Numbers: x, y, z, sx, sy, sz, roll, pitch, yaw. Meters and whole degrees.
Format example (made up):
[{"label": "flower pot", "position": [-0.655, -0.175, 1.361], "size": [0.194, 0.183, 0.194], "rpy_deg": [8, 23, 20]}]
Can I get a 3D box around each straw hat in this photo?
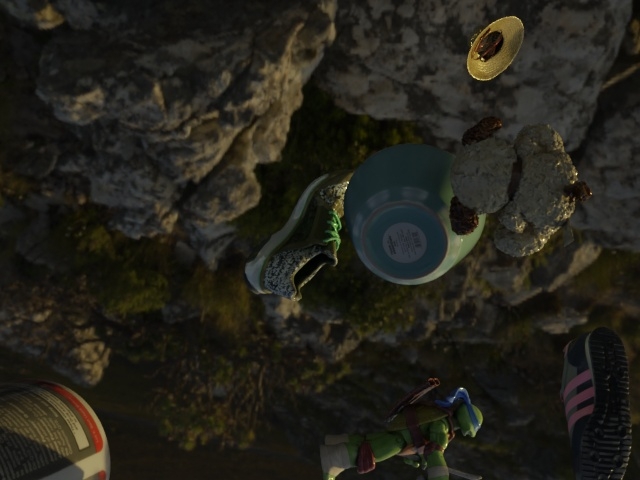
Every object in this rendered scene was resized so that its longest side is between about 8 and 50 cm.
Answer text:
[{"label": "straw hat", "position": [0.324, -0.389, 1.402], "size": [0.144, 0.061, 0.144], "rpy_deg": [-25, 142, -22]}]

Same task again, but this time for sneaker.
[{"label": "sneaker", "position": [0.524, 0.335, 1.395], "size": [0.112, 0.319, 0.131], "rpy_deg": [20, 155, -12]}, {"label": "sneaker", "position": [0.000, 0.000, 1.806], "size": [0.182, 0.410, 0.158], "rpy_deg": [30, 164, 35]}]

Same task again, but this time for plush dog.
[{"label": "plush dog", "position": [0.344, -0.103, 1.305], "size": [0.225, 0.262, 0.210], "rpy_deg": [10, -176, -7]}]

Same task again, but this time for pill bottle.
[{"label": "pill bottle", "position": [-0.394, 0.269, 0.730], "size": [0.210, 0.210, 0.363], "rpy_deg": [-4, 176, 14]}]

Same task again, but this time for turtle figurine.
[{"label": "turtle figurine", "position": [0.144, 0.380, 1.172], "size": [0.266, 0.198, 0.275], "rpy_deg": [-10, 118, 6]}]

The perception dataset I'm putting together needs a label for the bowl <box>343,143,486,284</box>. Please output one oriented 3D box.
[{"label": "bowl", "position": [0.186, -0.032, 1.496], "size": [0.311, 0.163, 0.312], "rpy_deg": [5, 116, 11]}]
